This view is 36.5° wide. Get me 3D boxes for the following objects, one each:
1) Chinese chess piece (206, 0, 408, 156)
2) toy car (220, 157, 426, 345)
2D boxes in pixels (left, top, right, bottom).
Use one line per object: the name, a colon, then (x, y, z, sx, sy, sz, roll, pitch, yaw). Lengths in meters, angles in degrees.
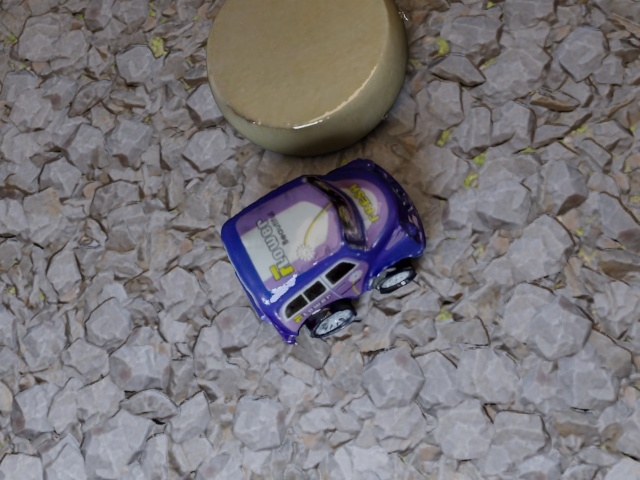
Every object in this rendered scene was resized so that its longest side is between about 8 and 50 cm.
Chinese chess piece: (-0.018, -0.240, 1.267, 0.273, 0.102, 0.273, -5, 72, 16)
toy car: (0.000, 0.000, 1.161, 0.235, 0.158, 0.172, -34, 69, 5)
